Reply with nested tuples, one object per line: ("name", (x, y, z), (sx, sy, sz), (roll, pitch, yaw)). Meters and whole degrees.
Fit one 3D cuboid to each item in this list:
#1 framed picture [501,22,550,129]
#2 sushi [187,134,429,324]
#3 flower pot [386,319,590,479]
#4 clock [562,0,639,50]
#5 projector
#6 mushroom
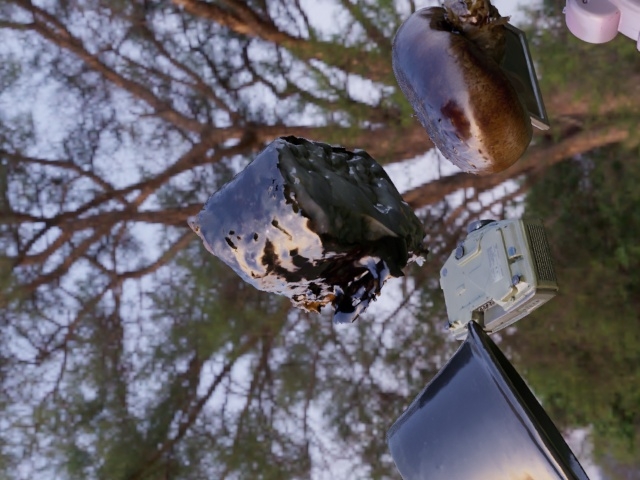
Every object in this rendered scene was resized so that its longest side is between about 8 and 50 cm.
("framed picture", (0.341, -0.356, 1.895), (0.211, 0.020, 0.289), (23, -137, -27))
("sushi", (0.000, 0.000, 1.269), (0.348, 0.207, 0.234), (12, -137, -58))
("flower pot", (0.161, 0.213, 0.978), (0.235, 0.148, 0.235), (54, -172, -12))
("clock", (0.608, -0.453, 1.658), (0.295, 0.322, 0.113), (-65, -19, -12))
("projector", (0.316, 0.059, 1.804), (0.269, 0.088, 0.193), (-43, 49, 54))
("mushroom", (0.208, -0.230, 1.453), (0.297, 0.163, 0.278), (-117, 8, -57))
